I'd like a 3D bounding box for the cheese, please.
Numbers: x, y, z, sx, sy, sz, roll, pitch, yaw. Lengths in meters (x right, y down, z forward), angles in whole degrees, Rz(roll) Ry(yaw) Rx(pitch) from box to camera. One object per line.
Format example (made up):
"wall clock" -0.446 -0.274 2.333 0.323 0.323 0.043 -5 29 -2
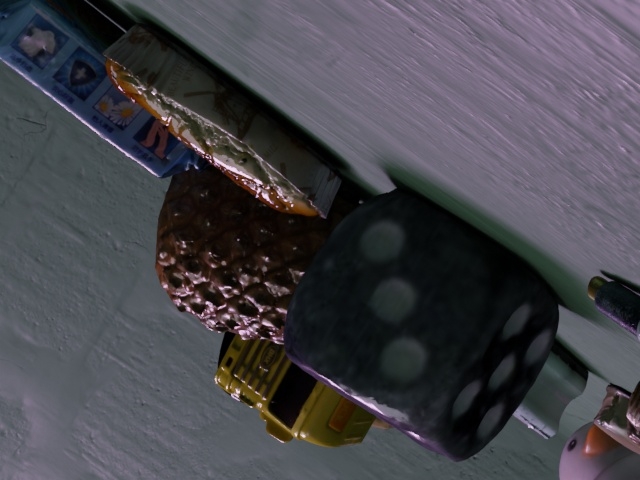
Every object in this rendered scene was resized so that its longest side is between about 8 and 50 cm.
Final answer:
"cheese" 0.351 0.209 1.975 0.092 0.047 0.171 35 177 15

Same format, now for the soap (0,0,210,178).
"soap" -0.227 -0.173 1.765 0.293 0.077 0.156 38 -167 -29

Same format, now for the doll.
"doll" 0.392 0.337 2.223 0.221 0.221 0.251 29 147 59

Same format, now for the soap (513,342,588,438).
"soap" 0.180 0.116 1.932 0.150 0.094 0.261 30 174 41

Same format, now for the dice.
"dice" 0.090 0.076 1.552 0.182 0.183 0.181 31 173 29

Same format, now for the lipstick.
"lipstick" 0.217 0.051 1.209 0.037 0.037 0.116 37 180 -34

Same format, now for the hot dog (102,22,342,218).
"hot dog" -0.093 -0.108 1.674 0.268 0.075 0.144 35 177 -14

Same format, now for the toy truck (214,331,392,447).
"toy truck" 0.057 0.159 2.266 0.254 0.180 0.405 34 -165 28

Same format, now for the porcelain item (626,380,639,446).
"porcelain item" 0.339 0.187 1.744 0.084 0.054 0.213 32 175 26

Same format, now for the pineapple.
"pineapple" 0.012 0.020 1.796 0.362 0.202 0.202 10 163 33
